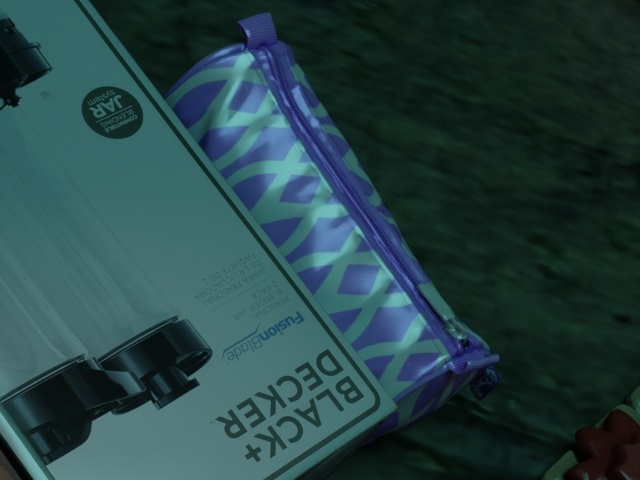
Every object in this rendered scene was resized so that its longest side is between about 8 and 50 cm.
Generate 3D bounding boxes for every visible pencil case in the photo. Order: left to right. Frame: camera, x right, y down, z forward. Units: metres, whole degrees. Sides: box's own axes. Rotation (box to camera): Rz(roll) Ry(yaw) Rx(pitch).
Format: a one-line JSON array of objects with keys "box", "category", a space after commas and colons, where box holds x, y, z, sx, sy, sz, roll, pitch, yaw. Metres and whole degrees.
[{"box": [0.000, 0.000, 0.879, 0.086, 0.088, 0.206, -25, 74, -38], "category": "pencil case"}]

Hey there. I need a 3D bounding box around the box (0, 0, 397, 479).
[{"box": [-0.121, 0.013, 0.806, 0.169, 0.087, 0.290, -28, 77, -37], "category": "box"}]

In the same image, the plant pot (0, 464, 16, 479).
[{"box": [-0.227, 0.105, 0.617, 0.229, 0.263, 0.263, 35, 48, -29], "category": "plant pot"}]

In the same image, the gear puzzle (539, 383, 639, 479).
[{"box": [0.222, 0.134, 0.940, 0.175, 0.044, 0.339, 49, 51, 7], "category": "gear puzzle"}]
